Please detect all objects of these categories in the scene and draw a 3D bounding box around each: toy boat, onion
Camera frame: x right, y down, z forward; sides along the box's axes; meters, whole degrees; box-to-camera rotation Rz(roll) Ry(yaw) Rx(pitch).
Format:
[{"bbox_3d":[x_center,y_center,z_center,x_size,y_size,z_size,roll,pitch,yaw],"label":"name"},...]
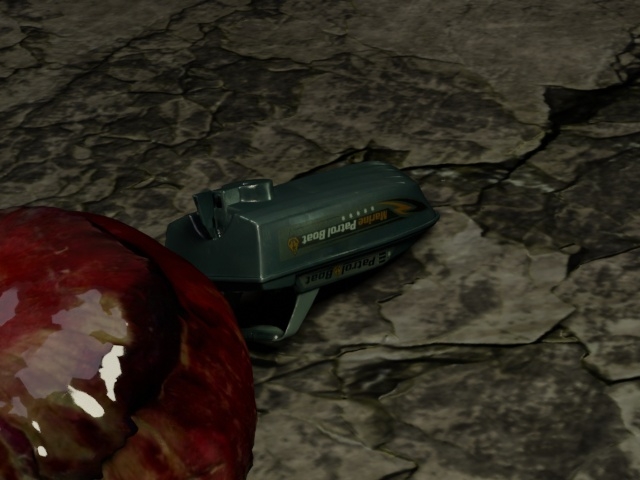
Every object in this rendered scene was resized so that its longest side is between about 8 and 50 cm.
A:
[{"bbox_3d":[0.000,0.000,1.203,0.093,0.103,0.246,0,11,39],"label":"toy boat"},{"bbox_3d":[-0.157,0.086,0.936,0.246,0.190,0.246,-11,41,10],"label":"onion"}]
